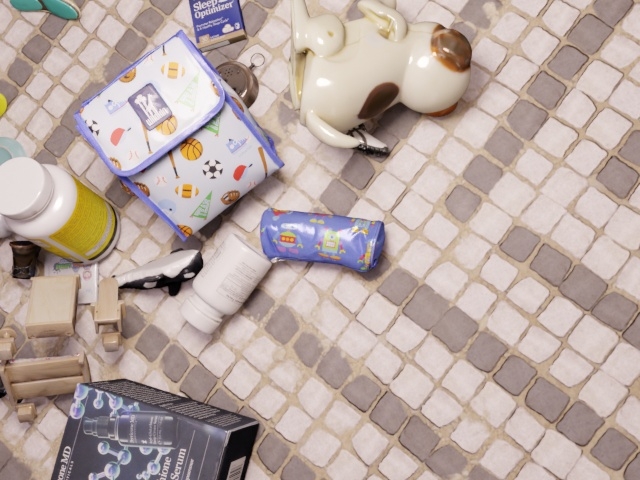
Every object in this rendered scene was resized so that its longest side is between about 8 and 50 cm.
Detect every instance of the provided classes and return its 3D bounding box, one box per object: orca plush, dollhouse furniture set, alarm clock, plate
[{"bbox_3d":[-0.407,0.110,1.736,0.287,0.151,0.102,-22,109,8],"label":"orca plush"},{"bbox_3d":[-0.637,0.273,1.752,0.303,0.356,0.174,-4,40,-11],"label":"dollhouse furniture set"},{"bbox_3d":[-0.217,-0.415,1.794,0.129,0.064,0.192,43,89,16],"label":"alarm clock"},{"bbox_3d":[-0.914,-0.205,1.944,0.188,0.024,0.188,-2,82,14],"label":"plate"}]

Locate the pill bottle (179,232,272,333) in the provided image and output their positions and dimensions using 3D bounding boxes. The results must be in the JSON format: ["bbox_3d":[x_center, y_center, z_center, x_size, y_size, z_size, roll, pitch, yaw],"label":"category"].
[{"bbox_3d":[-0.235,0.107,1.677,0.131,0.131,0.229,38,92,16],"label":"pill bottle"}]

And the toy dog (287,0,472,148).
[{"bbox_3d":[0.142,-0.399,1.574,0.407,0.285,0.395,-6,49,-6],"label":"toy dog"}]

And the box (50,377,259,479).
[{"bbox_3d":[-0.387,0.518,1.608,0.395,0.212,0.294,12,85,16],"label":"box"}]

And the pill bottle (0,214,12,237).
[{"bbox_3d":[-0.900,-0.057,1.876,0.184,0.103,0.103,-1,81,14],"label":"pill bottle"}]

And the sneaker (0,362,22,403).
[{"bbox_3d":[-0.875,0.362,1.816,0.232,0.081,0.091,12,79,15],"label":"sneaker"}]

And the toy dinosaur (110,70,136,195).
[{"bbox_3d":[-0.491,-0.288,1.800,0.218,0.164,0.322,-18,99,26],"label":"toy dinosaur"}]

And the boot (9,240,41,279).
[{"bbox_3d":[-0.761,0.053,1.787,0.082,0.219,0.106,0,90,-18],"label":"boot"}]

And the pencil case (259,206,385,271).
[{"bbox_3d":[0.000,0.000,1.644,0.306,0.119,0.133,6,87,14],"label":"pencil case"}]

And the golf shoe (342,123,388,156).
[{"bbox_3d":[0.086,-0.274,1.690,0.198,0.077,0.094,25,88,15],"label":"golf shoe"}]

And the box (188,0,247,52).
[{"bbox_3d":[-0.284,-0.631,1.856,0.136,0.036,0.225,-14,77,11],"label":"box"}]

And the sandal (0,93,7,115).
[{"bbox_3d":[-1.047,-0.349,1.956,0.317,0.126,0.138,-36,71,-3],"label":"sandal"}]

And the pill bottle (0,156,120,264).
[{"bbox_3d":[-0.648,-0.072,1.688,0.187,0.334,0.188,-4,71,10],"label":"pill bottle"}]

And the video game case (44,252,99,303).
[{"bbox_3d":[-0.665,0.100,1.839,0.157,0.019,0.143,-5,80,12],"label":"video game case"}]

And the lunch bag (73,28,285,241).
[{"bbox_3d":[-0.326,-0.244,1.609,0.327,0.385,0.239,-36,31,3],"label":"lunch bag"}]

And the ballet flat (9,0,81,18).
[{"bbox_3d":[-0.777,-0.693,1.965,0.248,0.086,0.086,15,85,16],"label":"ballet flat"}]
